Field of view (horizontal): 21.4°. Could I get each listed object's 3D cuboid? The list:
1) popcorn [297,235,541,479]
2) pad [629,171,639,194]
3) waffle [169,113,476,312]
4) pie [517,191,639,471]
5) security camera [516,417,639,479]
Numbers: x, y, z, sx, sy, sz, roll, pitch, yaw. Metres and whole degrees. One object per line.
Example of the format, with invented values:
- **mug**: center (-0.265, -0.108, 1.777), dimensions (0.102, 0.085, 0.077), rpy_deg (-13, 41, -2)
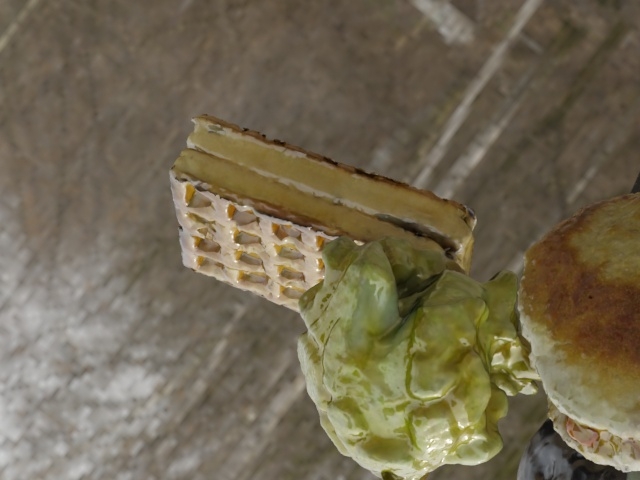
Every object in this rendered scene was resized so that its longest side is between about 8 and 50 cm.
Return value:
- **popcorn**: center (0.076, 0.090, 1.294), dimensions (0.187, 0.167, 0.185), rpy_deg (33, -150, 34)
- **pad**: center (0.390, 0.037, 2.085), dimensions (0.159, 0.265, 0.009), rpy_deg (15, -170, -45)
- **waffle**: center (0.001, -0.001, 1.706), dimensions (0.308, 0.091, 0.213), rpy_deg (20, 153, 11)
- **pie**: center (0.210, 0.045, 0.993), dimensions (0.205, 0.179, 0.084), rpy_deg (-88, -22, -44)
- **security camera**: center (0.271, 0.164, 1.469), dimensions (0.191, 0.277, 0.197), rpy_deg (20, 167, -32)
